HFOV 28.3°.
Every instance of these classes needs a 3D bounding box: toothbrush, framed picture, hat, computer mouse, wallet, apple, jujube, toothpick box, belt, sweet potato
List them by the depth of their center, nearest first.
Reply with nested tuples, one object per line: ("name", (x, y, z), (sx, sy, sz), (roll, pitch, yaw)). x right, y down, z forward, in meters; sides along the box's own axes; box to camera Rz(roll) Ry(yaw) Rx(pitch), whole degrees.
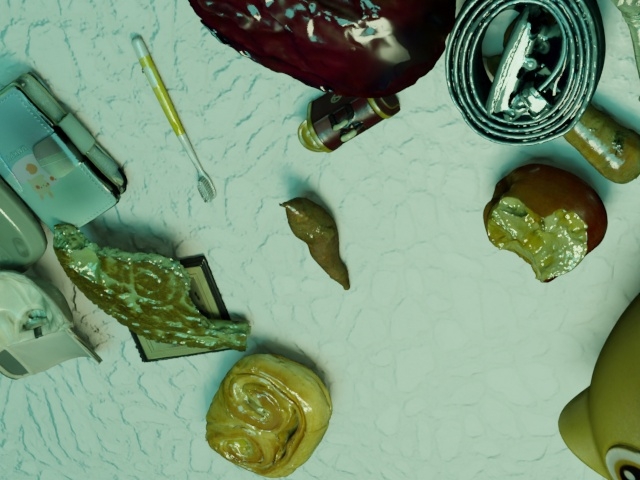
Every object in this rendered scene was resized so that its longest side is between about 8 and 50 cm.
("belt", (0.273, -0.256, 1.681), (0.206, 0.116, 0.267), (11, 121, 13))
("jujube", (0.002, -0.332, 1.699), (0.377, 0.258, 0.258), (28, 124, 9))
("toothpick box", (0.587, 0.226, 1.771), (0.409, 0.409, 0.425), (33, 127, -6))
("apple", (0.324, -0.035, 1.844), (0.158, 0.147, 0.156), (49, 153, -5))
("toothbrush", (-0.227, -0.183, 1.965), (0.021, 0.024, 0.288), (-13, 116, 23))
("sweet potato", (0.002, -0.006, 1.996), (0.068, 0.068, 0.226), (-16, 133, 23))
("wallet", (-0.442, -0.132, 2.023), (0.176, 0.075, 0.250), (-29, 111, 31))
("computer mouse", (-0.590, -0.075, 2.086), (0.197, 0.095, 0.331), (-18, 125, 35))
("framed picture", (-0.254, 0.122, 2.164), (0.199, 0.010, 0.195), (-10, 117, 20))
("hat", (-0.478, 0.141, 2.175), (0.219, 0.226, 0.164), (-12, 76, 21))

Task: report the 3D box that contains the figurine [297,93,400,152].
("figurine", (0.034, -0.173, 1.862), (0.154, 0.098, 0.082), (-29, 113, 25))

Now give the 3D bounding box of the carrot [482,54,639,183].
("carrot", (0.336, -0.186, 1.795), (0.298, 0.078, 0.078), (36, 122, -3))

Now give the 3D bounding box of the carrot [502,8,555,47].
("carrot", (0.320, -0.338, 1.722), (0.048, 0.048, 0.216), (33, 118, -6))

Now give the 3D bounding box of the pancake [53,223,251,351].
("pancake", (-0.275, 0.078, 2.080), (0.376, 0.054, 0.197), (34, 135, -21))

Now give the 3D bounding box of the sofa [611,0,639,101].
("sofa", (0.491, -0.275, 1.632), (0.210, 0.176, 0.225), (-8, 117, 19))

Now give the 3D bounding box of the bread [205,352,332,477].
("bread", (-0.085, 0.294, 2.159), (0.198, 0.120, 0.236), (27, 124, -1))
